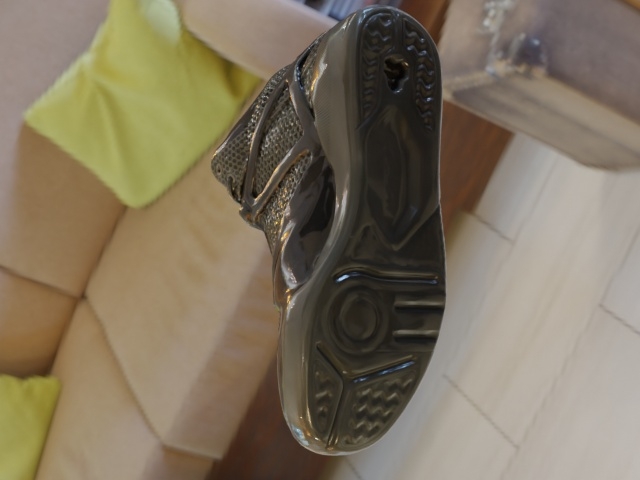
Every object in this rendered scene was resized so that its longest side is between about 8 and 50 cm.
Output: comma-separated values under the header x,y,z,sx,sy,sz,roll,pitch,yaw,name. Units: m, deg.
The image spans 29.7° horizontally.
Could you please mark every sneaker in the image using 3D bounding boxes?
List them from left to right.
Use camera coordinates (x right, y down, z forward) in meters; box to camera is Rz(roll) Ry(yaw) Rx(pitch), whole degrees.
x,y,z,sx,sy,sz,roll,pitch,yaw,name
0.000,0.000,0.645,0.130,0.087,0.227,-16,69,57,sneaker
